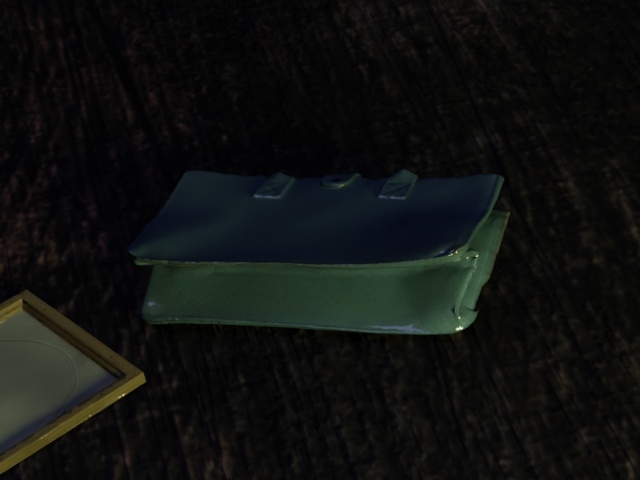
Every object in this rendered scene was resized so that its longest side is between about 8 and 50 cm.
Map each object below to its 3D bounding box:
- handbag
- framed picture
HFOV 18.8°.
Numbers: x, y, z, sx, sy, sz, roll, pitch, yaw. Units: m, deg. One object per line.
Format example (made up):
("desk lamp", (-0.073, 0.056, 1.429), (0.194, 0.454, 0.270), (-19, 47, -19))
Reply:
("handbag", (0.000, 0.000, 1.224), (0.221, 0.057, 0.144), (-1, 29, 17))
("framed picture", (-0.224, 0.106, 1.169), (0.201, 0.010, 0.136), (-32, 41, -27))
